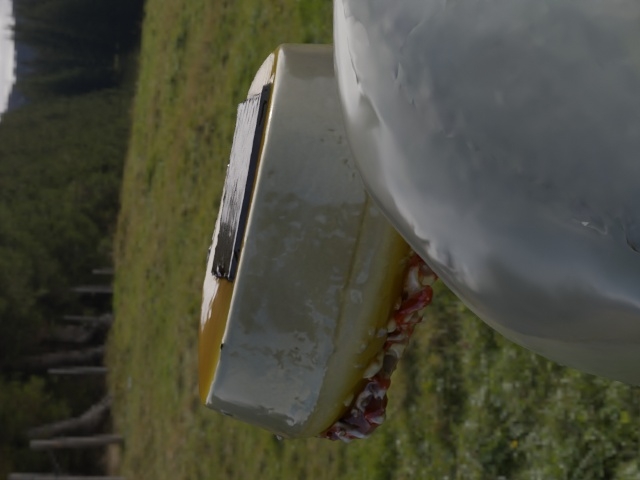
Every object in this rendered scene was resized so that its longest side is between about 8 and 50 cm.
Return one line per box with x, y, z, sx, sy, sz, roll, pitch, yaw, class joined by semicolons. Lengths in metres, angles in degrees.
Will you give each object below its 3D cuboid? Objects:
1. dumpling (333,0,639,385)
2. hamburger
0.119;-0.030;0.433;0.181;0.341;0.260;-59;-23;-15;dumpling
0.000;0.000;0.726;0.227;0.151;0.295;-130;50;-70;hamburger
